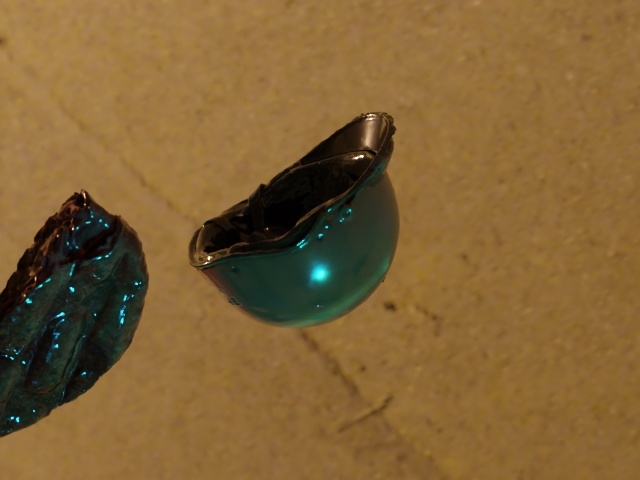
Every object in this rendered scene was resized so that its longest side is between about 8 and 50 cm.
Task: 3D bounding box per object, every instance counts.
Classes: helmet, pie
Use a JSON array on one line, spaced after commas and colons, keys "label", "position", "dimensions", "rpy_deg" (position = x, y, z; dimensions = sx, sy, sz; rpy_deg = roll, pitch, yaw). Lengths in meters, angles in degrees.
[{"label": "helmet", "position": [0.002, 0.000, 0.592], "dimensions": [0.049, 0.084, 0.065], "rpy_deg": [56, 177, -18]}, {"label": "pie", "position": [-0.222, 0.041, 1.118], "dimensions": [0.204, 0.218, 0.054], "rpy_deg": [-50, 41, 14]}]
